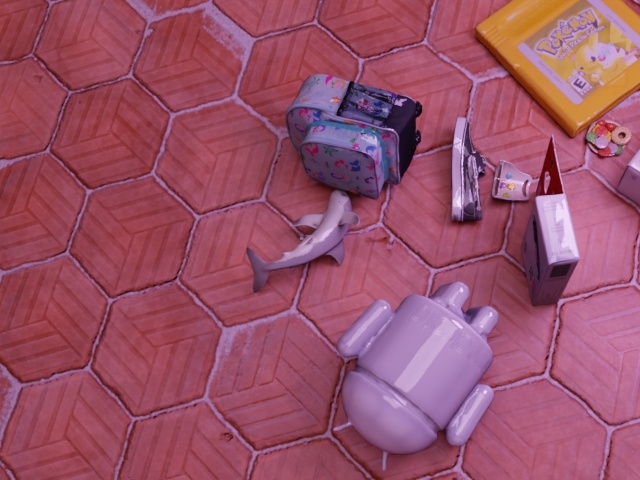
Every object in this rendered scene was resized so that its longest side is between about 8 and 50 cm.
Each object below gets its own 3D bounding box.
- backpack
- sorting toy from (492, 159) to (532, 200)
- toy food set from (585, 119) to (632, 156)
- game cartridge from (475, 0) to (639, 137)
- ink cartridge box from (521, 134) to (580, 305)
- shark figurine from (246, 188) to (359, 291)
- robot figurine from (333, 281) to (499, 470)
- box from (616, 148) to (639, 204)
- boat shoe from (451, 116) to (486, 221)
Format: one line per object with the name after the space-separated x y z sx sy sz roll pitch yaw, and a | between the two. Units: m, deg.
0.053 -0.213 1.772 0.253 0.225 0.191 24 67 18 | backpack
0.391 -0.112 1.793 0.075 0.045 0.083 12 73 3 | sorting toy
0.589 -0.210 1.810 0.083 0.020 0.083 38 80 17 | toy food set
0.538 -0.417 1.872 0.285 0.053 0.324 -37 72 -6 | game cartridge
0.411 -0.030 1.637 0.060 0.275 0.239 -9 70 4 | ink cartridge box
-0.008 0.020 1.771 0.278 0.116 0.166 -40 37 -15 | shark figurine
0.175 0.241 1.613 0.300 0.200 0.353 38 80 1 | robot figurine
0.714 -0.166 1.724 0.148 0.127 0.232 38 80 17 | box
0.303 -0.145 1.799 0.070 0.078 0.220 1 79 8 | boat shoe
